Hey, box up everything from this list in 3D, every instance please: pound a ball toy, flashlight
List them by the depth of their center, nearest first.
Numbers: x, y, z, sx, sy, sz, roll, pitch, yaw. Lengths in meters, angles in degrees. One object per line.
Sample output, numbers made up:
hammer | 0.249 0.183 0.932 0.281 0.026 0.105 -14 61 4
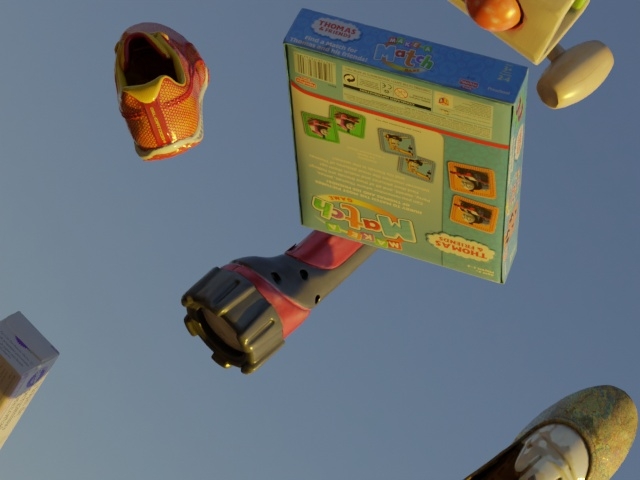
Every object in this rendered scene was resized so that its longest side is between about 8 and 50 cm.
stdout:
pound a ball toy | 0.122 -0.247 1.669 0.319 0.136 0.208 38 -25 7
flashlight | 0.000 0.000 1.867 0.103 0.304 0.103 46 -25 2

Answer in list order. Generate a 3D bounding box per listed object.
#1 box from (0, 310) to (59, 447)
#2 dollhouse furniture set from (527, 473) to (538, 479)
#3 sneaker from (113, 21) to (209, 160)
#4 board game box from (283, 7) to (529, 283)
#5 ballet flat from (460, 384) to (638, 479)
box | -0.365 0.205 1.938 0.067 0.063 0.324 43 -54 12
dollhouse furniture set | 0.069 0.269 1.514 0.259 0.262 0.135 61 22 -54
sneaker | -0.106 -0.114 1.243 0.175 0.064 0.067 -115 -172 -63
board game box | 0.059 -0.061 1.322 0.160 0.039 0.211 16 -33 13
ballet flat | 0.241 0.306 2.342 0.123 0.348 0.123 43 22 -21
